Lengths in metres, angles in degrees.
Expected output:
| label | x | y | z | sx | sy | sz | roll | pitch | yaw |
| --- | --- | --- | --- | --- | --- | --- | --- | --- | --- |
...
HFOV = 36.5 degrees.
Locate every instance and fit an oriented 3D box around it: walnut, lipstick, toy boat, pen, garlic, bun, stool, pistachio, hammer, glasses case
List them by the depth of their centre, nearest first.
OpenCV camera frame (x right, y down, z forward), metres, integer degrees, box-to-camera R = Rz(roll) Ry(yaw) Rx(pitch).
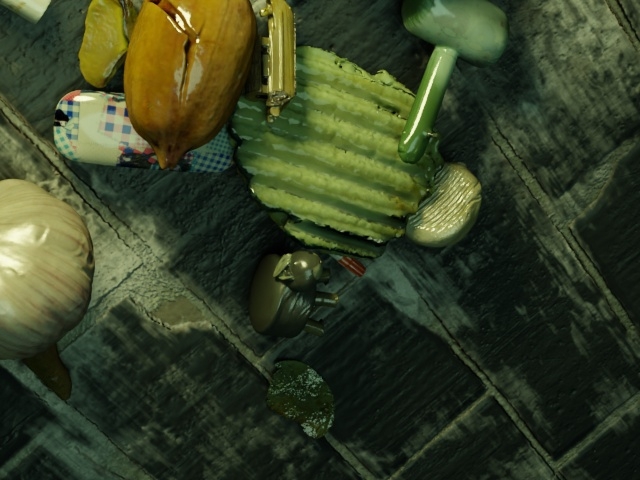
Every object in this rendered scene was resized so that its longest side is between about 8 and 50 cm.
| label | x | y | z | sx | sy | sz | roll | pitch | yaw |
| --- | --- | --- | --- | --- | --- | --- | --- | --- | --- |
| lipstick | -0.551 | -0.433 | 1.523 | 0.264 | 0.059 | 0.059 | 31 | 100 | -25 |
| walnut | -0.219 | -0.279 | 1.584 | 0.209 | 0.209 | 0.336 | 13 | 85 | -22 |
| garlic | -0.510 | 0.064 | 1.609 | 0.317 | 0.317 | 0.259 | -46 | 142 | 4 |
| pistachio | -0.350 | -0.342 | 1.631 | 0.090 | 0.049 | 0.172 | 18 | 108 | 0 |
| toy boat | -0.088 | -0.315 | 1.670 | 0.088 | 0.068 | 0.225 | 1 | 80 | -12 |
| glasses case | -0.297 | -0.189 | 1.694 | 0.328 | 0.076 | 0.125 | 3 | 109 | -20 |
| hammer | 0.211 | -0.297 | 1.753 | 0.206 | 0.119 | 0.335 | 21 | 85 | -22 |
| stool | -0.045 | 0.106 | 1.829 | 0.139 | 0.228 | 0.153 | 10 | 77 | -22 |
| bun | 0.232 | -0.070 | 1.893 | 0.173 | 0.113 | 0.166 | -14 | 83 | 7 |
| pen | 0.000 | 0.000 | 1.895 | 0.239 | 0.028 | 0.028 | 37 | 97 | -27 |

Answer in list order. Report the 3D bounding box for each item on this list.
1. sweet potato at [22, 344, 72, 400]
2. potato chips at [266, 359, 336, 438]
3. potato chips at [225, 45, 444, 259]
| label | x | y | z | sx | sy | sz | roll | pitch | yaw |
| --- | --- | --- | --- | --- | --- | --- | --- | --- | --- |
| sweet potato | -0.516 | 0.204 | 1.786 | 0.077 | 0.077 | 0.243 | -18 | 113 | -10 |
| potato chips | -0.044 | 0.330 | 2.020 | 0.142 | 0.026 | 0.209 | -17 | 115 | -8 |
| potato chips | 0.022 | -0.157 | 1.766 | 0.429 | 0.070 | 0.358 | 18 | 87 | -21 |
